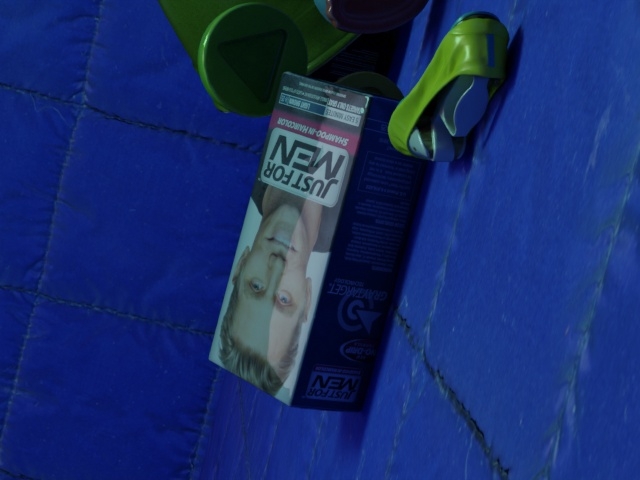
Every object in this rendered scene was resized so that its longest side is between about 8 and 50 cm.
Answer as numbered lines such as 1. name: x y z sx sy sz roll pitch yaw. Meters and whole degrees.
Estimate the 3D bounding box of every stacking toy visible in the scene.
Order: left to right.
1. stacking toy: -0.020 -0.253 1.814 0.130 0.279 0.309 11 87 65

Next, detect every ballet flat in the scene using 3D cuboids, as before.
1. ballet flat: 0.118 -0.119 1.400 0.231 0.077 0.077 118 148 -58

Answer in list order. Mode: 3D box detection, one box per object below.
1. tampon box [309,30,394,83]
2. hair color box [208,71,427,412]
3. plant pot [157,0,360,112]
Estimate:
1. tampon box: 0.036 -0.238 2.218 0.120 0.101 0.161 -91 16 -64
2. hair color box: 0.000 0.000 1.684 0.174 0.105 0.347 22 100 51
3. plant pot: -0.110 -0.430 2.105 0.366 0.353 0.366 -33 22 15
